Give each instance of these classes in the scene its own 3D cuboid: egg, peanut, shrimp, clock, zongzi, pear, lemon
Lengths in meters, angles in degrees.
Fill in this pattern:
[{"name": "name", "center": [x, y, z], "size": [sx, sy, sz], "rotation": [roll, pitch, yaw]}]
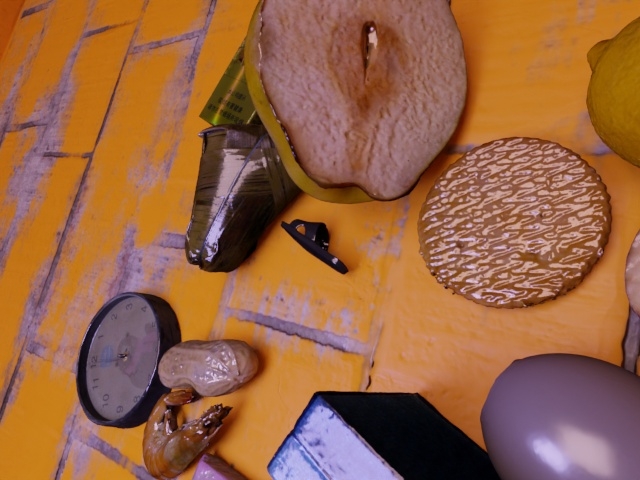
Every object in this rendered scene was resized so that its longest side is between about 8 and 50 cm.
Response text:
[{"name": "egg", "center": [0.280, 0.213, 0.472], "size": [0.232, 0.176, 0.176], "rotation": [24, 88, 31]}, {"name": "peanut", "center": [-0.203, 0.224, 0.847], "size": [0.214, 0.090, 0.098], "rotation": [-8, 68, 33]}, {"name": "shrimp", "center": [-0.244, 0.333, 0.850], "size": [0.249, 0.068, 0.150], "rotation": [-31, 60, 30]}, {"name": "clock", "center": [-0.407, 0.244, 0.999], "size": [0.280, 0.055, 0.280], "rotation": [-12, 67, 30]}, {"name": "zongzi", "center": [-0.087, -0.072, 0.867], "size": [0.300, 0.138, 0.286], "rotation": [6, 84, 15]}, {"name": "pear", "center": [0.039, -0.246, 0.747], "size": [0.191, 0.340, 0.386], "rotation": [2, 79, 67]}, {"name": "lemon", "center": [0.404, -0.159, 0.520], "size": [0.244, 0.187, 0.187], "rotation": [39, 97, 32]}]

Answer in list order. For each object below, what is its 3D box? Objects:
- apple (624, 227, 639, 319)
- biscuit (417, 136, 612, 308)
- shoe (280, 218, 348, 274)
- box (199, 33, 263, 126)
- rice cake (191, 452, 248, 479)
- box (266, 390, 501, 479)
[{"name": "apple", "center": [0.454, 0.063, 0.417], "size": [0.251, 0.163, 0.293], "rotation": [-42, 43, 27]}, {"name": "biscuit", "center": [0.257, -0.028, 0.661], "size": [0.254, 0.035, 0.254], "rotation": [-12, 67, 32]}, {"name": "shoe", "center": [0.000, 0.000, 0.812], "size": [0.053, 0.062, 0.159], "rotation": [-48, 52, -6]}, {"name": "box", "center": [-0.132, -0.370, 1.041], "size": [0.173, 0.043, 0.311], "rotation": [34, 93, 38]}, {"name": "rice cake", "center": [-0.071, 0.425, 0.708], "size": [0.365, 0.056, 0.072], "rotation": [13, 83, 37]}, {"name": "box", "center": [0.127, 0.286, 0.494], "size": [0.279, 0.261, 0.116], "rotation": [37, 98, 37]}]
